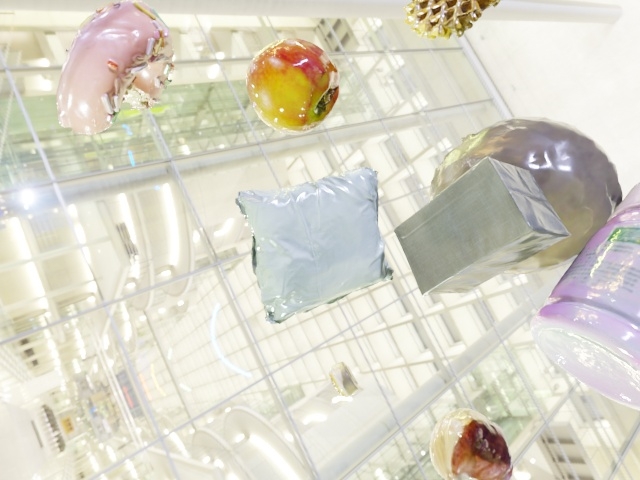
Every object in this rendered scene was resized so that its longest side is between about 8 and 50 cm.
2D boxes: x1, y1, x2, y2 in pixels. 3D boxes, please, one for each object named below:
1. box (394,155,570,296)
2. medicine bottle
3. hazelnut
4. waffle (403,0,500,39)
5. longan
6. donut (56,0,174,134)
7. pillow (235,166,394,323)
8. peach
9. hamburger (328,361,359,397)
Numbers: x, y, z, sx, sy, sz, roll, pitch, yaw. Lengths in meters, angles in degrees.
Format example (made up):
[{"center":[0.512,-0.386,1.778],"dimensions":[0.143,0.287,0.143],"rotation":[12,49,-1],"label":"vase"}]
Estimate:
[{"center":[0.280,-0.017,0.757],"dimensions":[0.231,0.149,0.155],"rotation":[-44,-125,40],"label":"box"},{"center":[0.511,0.074,0.646],"dimensions":[0.212,0.325,0.212],"rotation":[42,-13,12],"label":"medicine bottle"},{"center":[0.468,0.671,1.320],"dimensions":[0.261,0.241,0.261],"rotation":[23,-41,21],"label":"hazelnut"},{"center":[0.359,-0.646,1.112],"dimensions":[0.260,0.069,0.293],"rotation":[-50,-137,10],"label":"waffle"},{"center":[0.472,-0.108,1.032],"dimensions":[0.436,0.404,0.404],"rotation":[-1,-74,55],"label":"longan"},{"center":[-0.300,-0.265,0.643],"dimensions":[0.085,0.233,0.199],"rotation":[32,-58,-10],"label":"donut"},{"center":[0.000,0.000,0.862],"dimensions":[0.138,0.310,0.283],"rotation":[-141,-144,-71],"label":"pillow"},{"center":[-0.062,-0.313,0.839],"dimensions":[0.197,0.197,0.197],"rotation":[27,-52,42],"label":"peach"},{"center":[0.080,0.501,1.488],"dimensions":[0.126,0.081,0.141],"rotation":[58,2,12],"label":"hamburger"}]
